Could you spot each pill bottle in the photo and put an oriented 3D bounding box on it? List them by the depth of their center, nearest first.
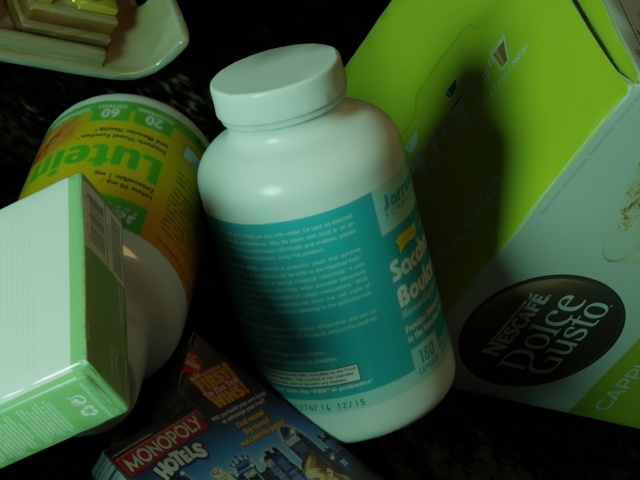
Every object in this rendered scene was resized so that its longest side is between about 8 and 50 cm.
[{"bbox_3d":[-0.152,0.017,1.294,0.136,0.136,0.245,27,35,-12],"label":"pill bottle"},{"bbox_3d":[0.000,0.000,1.322,0.146,0.264,0.146,-13,24,6],"label":"pill bottle"}]

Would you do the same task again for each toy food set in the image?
[{"bbox_3d":[-0.271,-0.253,1.565,0.306,0.092,0.219,7,42,-34],"label":"toy food set"}]

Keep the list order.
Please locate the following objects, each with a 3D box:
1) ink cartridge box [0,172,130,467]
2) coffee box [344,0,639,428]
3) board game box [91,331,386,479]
[{"bbox_3d":[-0.231,0.071,1.135,0.056,0.235,0.171,54,18,-40],"label":"ink cartridge box"},{"bbox_3d":[0.247,-0.081,1.579,0.334,0.337,0.338,15,40,-28],"label":"coffee box"},{"bbox_3d":[-0.064,0.160,1.264,0.194,0.060,0.194,45,35,16],"label":"board game box"}]
